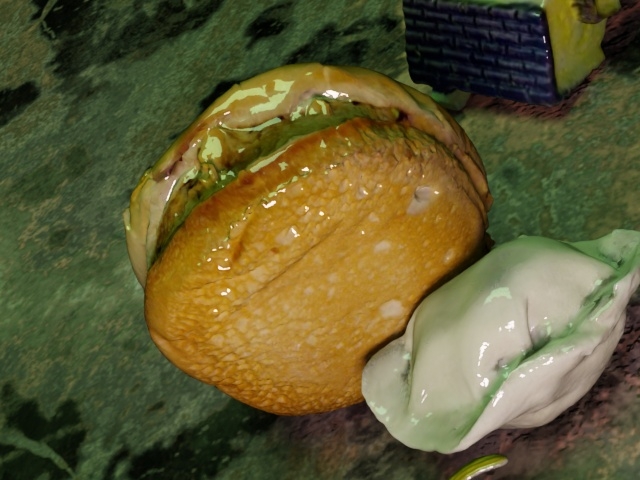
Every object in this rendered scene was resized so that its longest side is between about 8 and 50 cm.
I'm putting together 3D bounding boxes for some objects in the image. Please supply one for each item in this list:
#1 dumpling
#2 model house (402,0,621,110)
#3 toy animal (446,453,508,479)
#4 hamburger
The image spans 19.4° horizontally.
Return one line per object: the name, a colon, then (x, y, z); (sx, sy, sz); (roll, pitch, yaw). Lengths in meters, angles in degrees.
dumpling: (0.150, 0.074, 1.429); (0.250, 0.132, 0.162); (-32, 30, 3)
model house: (0.199, -0.215, 1.777); (0.194, 0.170, 0.211); (16, 86, 41)
toy animal: (0.084, 0.238, 1.302); (0.155, 0.095, 0.219); (-64, 6, -36)
hamburger: (0.000, 0.000, 1.507); (0.290, 0.314, 0.170); (-39, 45, 17)
